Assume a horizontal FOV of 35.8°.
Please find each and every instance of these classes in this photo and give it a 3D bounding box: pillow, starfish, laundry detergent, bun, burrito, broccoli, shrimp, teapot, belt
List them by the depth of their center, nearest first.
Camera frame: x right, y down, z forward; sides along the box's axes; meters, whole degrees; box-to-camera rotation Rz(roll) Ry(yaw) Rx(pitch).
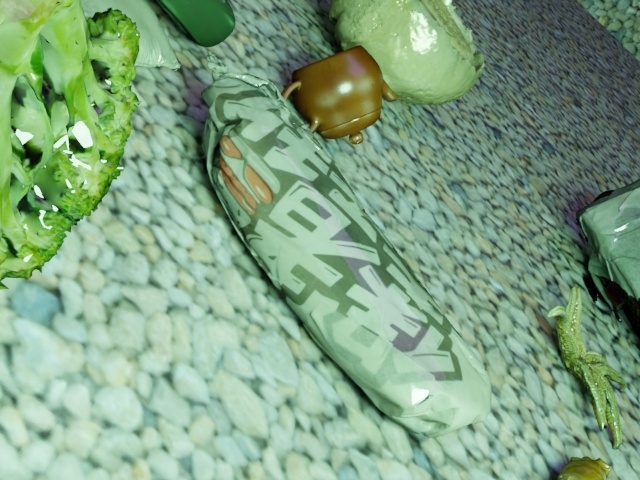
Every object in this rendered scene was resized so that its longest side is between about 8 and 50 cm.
[{"bbox_3d":[-0.243,-0.104,0.555,0.304,0.283,0.321,52,46,-13],"label":"broccoli"},{"bbox_3d":[0.000,0.000,0.930,0.445,0.101,0.139,54,35,8],"label":"burrito"},{"bbox_3d":[-0.228,-0.262,0.994,0.128,0.051,0.229,1,53,-54],"label":"pillow"},{"bbox_3d":[0.271,0.291,1.000,0.132,0.052,0.187,64,33,-9],"label":"shrimp"},{"bbox_3d":[-0.169,-0.289,1.021,0.137,0.063,0.211,57,8,23],"label":"laundry detergent"},{"bbox_3d":[0.022,-0.163,1.165,0.173,0.116,0.116,-26,74,-32],"label":"teapot"},{"bbox_3d":[0.337,0.153,1.241,0.217,0.050,0.223,33,43,-36],"label":"starfish"},{"bbox_3d":[0.108,-0.287,1.370,0.259,0.152,0.259,47,22,-25],"label":"bun"},{"bbox_3d":[0.470,0.047,1.442,0.184,0.164,0.289,54,12,-53],"label":"belt"}]
